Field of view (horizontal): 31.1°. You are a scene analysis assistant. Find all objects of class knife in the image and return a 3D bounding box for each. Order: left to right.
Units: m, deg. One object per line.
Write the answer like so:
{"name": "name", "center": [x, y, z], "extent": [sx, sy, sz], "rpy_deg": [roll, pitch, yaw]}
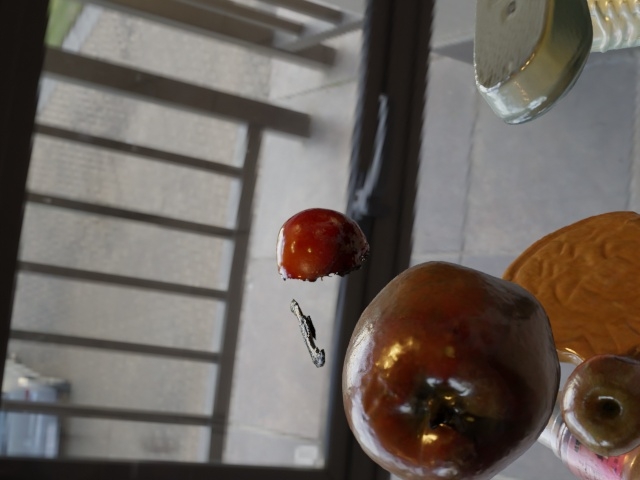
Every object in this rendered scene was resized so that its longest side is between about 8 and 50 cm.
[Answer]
{"name": "knife", "center": [-0.017, 0.142, 1.739], "extent": [0.222, 0.021, 0.045], "rpy_deg": [-124, 29, -68]}

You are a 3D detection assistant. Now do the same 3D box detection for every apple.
{"name": "apple", "center": [0.415, 0.234, 1.639], "extent": [0.146, 0.131, 0.146], "rpy_deg": [0, 92, 14]}

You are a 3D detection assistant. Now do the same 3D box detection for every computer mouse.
{"name": "computer mouse", "center": [0.219, -0.217, 1.187], "extent": [0.128, 0.079, 0.230], "rpy_deg": [-31, 42, 44]}

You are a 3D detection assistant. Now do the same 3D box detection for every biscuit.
{"name": "biscuit", "center": [0.500, 0.080, 2.022], "extent": [0.365, 0.385, 0.062], "rpy_deg": [26, 146, 44]}

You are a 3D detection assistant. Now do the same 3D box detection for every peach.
{"name": "peach", "center": [-0.001, 0.000, 1.165], "extent": [0.098, 0.098, 0.061], "rpy_deg": [30, 138, 55]}

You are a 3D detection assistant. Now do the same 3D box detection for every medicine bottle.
{"name": "medicine bottle", "center": [0.472, 0.338, 1.901], "extent": [0.247, 0.147, 0.147], "rpy_deg": [25, 102, 51]}

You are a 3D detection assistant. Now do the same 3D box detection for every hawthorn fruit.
{"name": "hawthorn fruit", "center": [0.151, 0.176, 1.401], "extent": [0.267, 0.268, 0.301], "rpy_deg": [-62, -6, 25]}

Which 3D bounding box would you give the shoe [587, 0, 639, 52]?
{"name": "shoe", "center": [0.449, -0.345, 1.737], "extent": [0.160, 0.131, 0.363], "rpy_deg": [-37, 34, -17]}
